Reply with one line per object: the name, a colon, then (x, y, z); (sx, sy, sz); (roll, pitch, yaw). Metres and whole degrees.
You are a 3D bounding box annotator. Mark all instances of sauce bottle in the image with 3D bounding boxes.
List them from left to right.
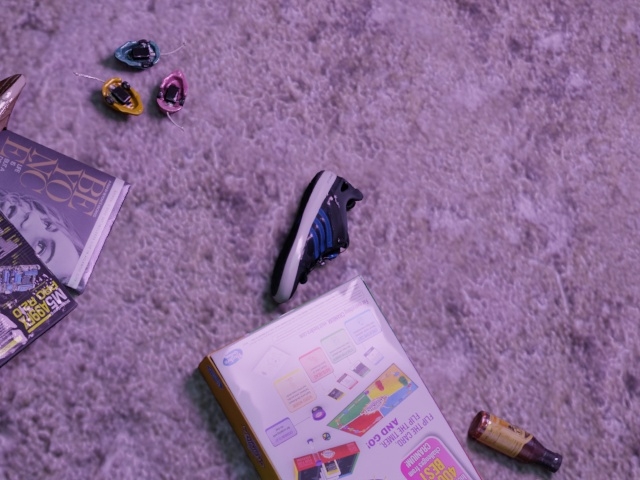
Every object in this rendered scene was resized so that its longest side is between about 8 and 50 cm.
sauce bottle: (0.261, 0.270, 1.784); (0.128, 0.042, 0.042); (27, 65, -9)

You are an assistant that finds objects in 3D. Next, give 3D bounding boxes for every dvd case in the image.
dvd case: (-0.374, -0.047, 1.708); (0.221, 0.018, 0.164); (24, 65, -8)

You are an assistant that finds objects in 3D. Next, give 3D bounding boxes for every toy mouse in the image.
toy mouse: (-0.228, -0.218, 1.809); (0.161, 0.031, 0.143); (38, 65, -2)

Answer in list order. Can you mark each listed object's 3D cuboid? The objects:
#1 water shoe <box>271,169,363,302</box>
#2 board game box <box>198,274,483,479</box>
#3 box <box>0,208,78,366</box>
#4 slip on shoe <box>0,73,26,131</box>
water shoe: (0.000, 0.000, 1.780); (0.080, 0.073, 0.203); (26, 66, -10)
board game box: (0.026, 0.235, 1.707); (0.242, 0.064, 0.316); (-26, 80, -24)
box: (-0.446, 0.071, 1.556); (0.216, 0.060, 0.270); (51, 46, -4)
slip on shoe: (-0.415, -0.158, 1.707); (0.041, 0.051, 0.135); (58, 43, -34)
